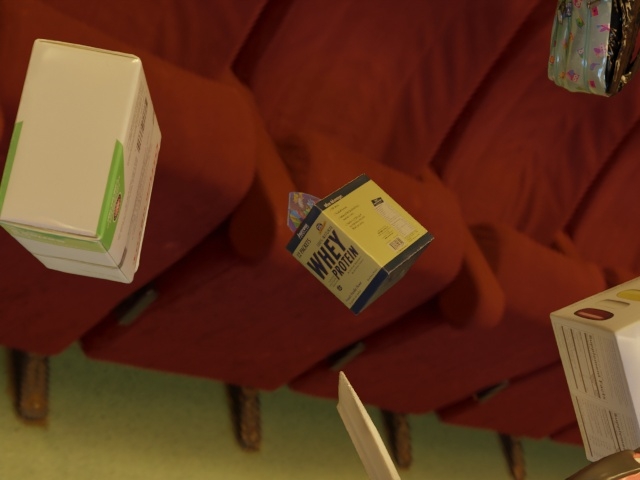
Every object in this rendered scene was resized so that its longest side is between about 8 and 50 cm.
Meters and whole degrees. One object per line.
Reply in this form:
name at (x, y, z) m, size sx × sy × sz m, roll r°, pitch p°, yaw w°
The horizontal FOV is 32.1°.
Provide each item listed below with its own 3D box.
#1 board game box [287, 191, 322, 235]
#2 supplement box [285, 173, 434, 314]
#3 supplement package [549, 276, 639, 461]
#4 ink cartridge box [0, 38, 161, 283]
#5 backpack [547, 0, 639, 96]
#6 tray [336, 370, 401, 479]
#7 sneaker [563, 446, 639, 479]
board game box at (0.000, 0.000, 1.582) m, size 0.133 × 0.168 × 0.033 m, roll 32°, pitch 66°, yaw 11°
supplement box at (0.033, 0.002, 0.928) m, size 0.083 × 0.056 × 0.083 m, roll 43°, pitch 38°, yaw 10°
supplement package at (0.445, 0.145, 1.341) m, size 0.262 × 0.145 × 0.204 m, roll -20°, pitch 102°, yaw -16°
ink cartridge box at (-0.273, -0.079, 1.304) m, size 0.122 × 0.289 × 0.211 m, roll 10°, pitch 78°, yaw -1°
backpack at (0.368, -0.283, 1.467) m, size 0.152 × 0.115 × 0.182 m, roll -22°, pitch 122°, yaw -48°
tray at (0.083, 0.297, 1.352) m, size 0.270 × 0.030 × 0.145 m, roll 63°, pitch 1°, yaw 40°
sneaker at (0.223, 0.235, 0.644) m, size 0.314 × 0.116 × 0.136 m, roll 52°, pitch 1°, yaw -37°
